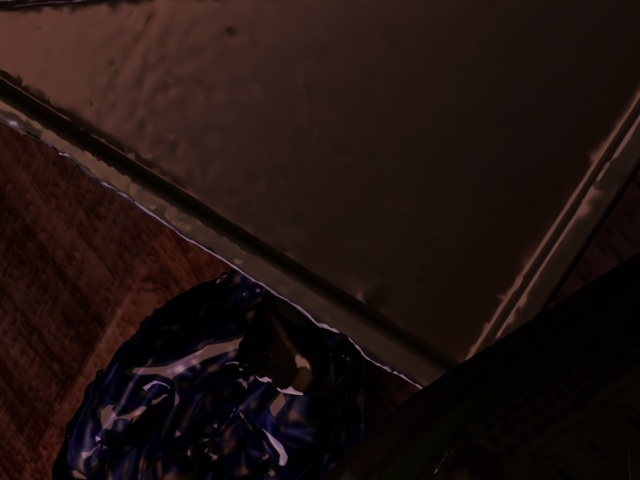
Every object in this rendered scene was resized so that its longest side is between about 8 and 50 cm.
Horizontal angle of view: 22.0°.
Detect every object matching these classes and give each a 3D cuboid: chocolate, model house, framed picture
[{"bbox_3d":[-0.001,-0.004,0.643,0.148,0.126,0.343,-92,23,-56],"label":"chocolate"},{"bbox_3d":[0.121,0.168,0.504,0.279,0.218,0.205,46,134,19],"label":"model house"},{"bbox_3d":[-0.025,-0.111,0.531,0.315,0.024,0.232,32,112,2],"label":"framed picture"}]

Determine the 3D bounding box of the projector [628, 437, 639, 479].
[{"bbox_3d":[0.220,0.091,0.358,0.269,0.088,0.194,-18,93,11],"label":"projector"}]
